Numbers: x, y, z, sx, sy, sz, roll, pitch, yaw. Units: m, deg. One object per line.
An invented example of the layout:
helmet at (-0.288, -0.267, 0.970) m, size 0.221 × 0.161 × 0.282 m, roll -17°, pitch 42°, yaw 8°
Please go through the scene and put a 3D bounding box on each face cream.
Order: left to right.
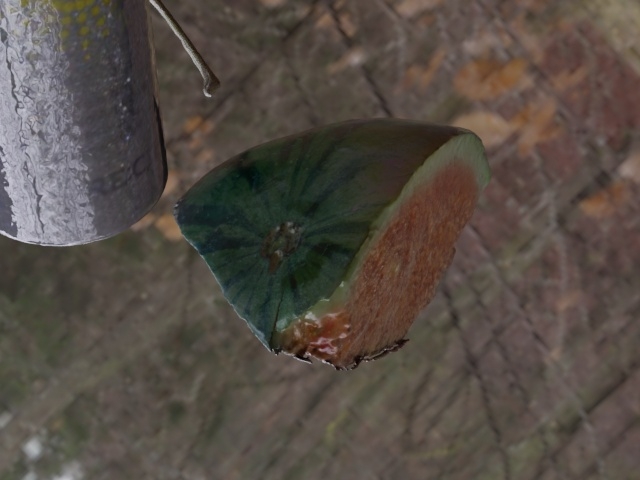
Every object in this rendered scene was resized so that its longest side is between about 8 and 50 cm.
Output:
face cream at (-0.094, -0.124, 0.462) m, size 0.073 × 0.073 × 0.283 m, roll -123°, pitch 23°, yaw -44°

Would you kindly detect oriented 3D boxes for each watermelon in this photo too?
watermelon at (-0.008, -0.021, 0.839) m, size 0.146 × 0.128 × 0.231 m, roll 20°, pitch -169°, yaw 20°

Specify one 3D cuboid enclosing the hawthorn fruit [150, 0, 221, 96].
hawthorn fruit at (-0.154, -0.219, 0.979) m, size 0.285 × 0.165 × 0.165 m, roll 45°, pitch -169°, yaw -20°
